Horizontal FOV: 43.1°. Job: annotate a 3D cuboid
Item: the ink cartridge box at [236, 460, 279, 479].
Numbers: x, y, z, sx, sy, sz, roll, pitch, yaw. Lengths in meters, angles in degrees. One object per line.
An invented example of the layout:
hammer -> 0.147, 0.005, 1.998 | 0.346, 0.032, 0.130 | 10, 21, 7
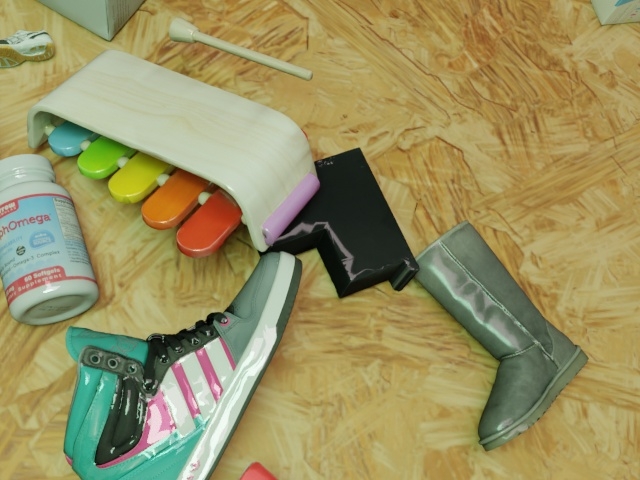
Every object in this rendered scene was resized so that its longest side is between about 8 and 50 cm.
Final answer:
ink cartridge box -> -0.091, 0.329, 0.721 | 0.134, 0.078, 0.231 | 41, 65, 6

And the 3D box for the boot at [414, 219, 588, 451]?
boot -> 0.172, 0.096, 0.880 | 0.208, 0.076, 0.189 | 50, 52, 4

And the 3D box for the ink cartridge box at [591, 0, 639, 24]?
ink cartridge box -> 0.460, -0.369, 1.131 | 0.143, 0.092, 0.090 | -9, 70, -15

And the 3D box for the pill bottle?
pill bottle -> -0.285, -0.002, 0.818 | 0.087, 0.087, 0.160 | -16, 71, -18

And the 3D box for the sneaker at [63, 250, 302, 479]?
sneaker -> -0.150, 0.109, 0.778 | 0.178, 0.124, 0.295 | 30, 71, -7

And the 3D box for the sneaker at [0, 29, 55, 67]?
sneaker -> -0.351, -0.223, 0.934 | 0.083, 0.032, 0.037 | -10, 56, -21

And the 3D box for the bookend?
bookend -> 0.000, 0.000, 0.886 | 0.156, 0.072, 0.157 | -20, 73, -18

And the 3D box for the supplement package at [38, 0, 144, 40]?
supplement package -> -0.283, -0.391, 0.888 | 0.204, 0.262, 0.145 | 30, 64, 2

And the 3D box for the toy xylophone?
toy xylophone -> -0.140, -0.121, 0.852 | 0.322, 0.081, 0.236 | 30, 54, 23
